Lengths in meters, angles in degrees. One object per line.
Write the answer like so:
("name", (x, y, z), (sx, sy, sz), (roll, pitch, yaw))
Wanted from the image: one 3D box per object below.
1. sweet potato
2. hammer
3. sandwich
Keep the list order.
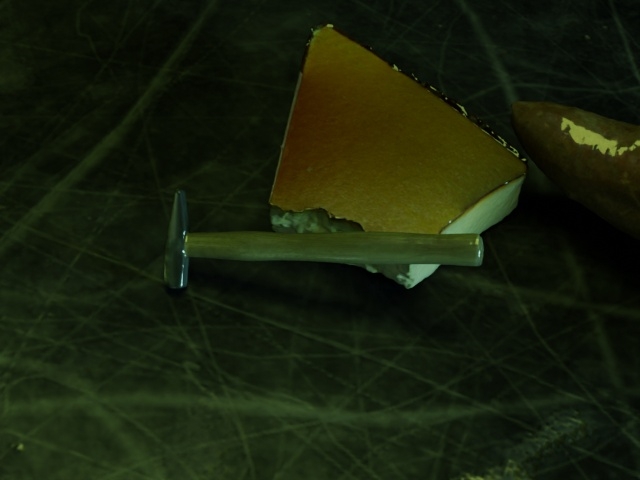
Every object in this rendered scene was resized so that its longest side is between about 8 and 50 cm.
("sweet potato", (0.275, -0.003, 0.858), (0.341, 0.092, 0.114), (38, 32, 23))
("hammer", (0.000, 0.000, 0.825), (0.199, 0.013, 0.062), (1, 88, 12))
("sandwich", (0.017, -0.053, 0.902), (0.193, 0.058, 0.162), (39, 54, 24))
